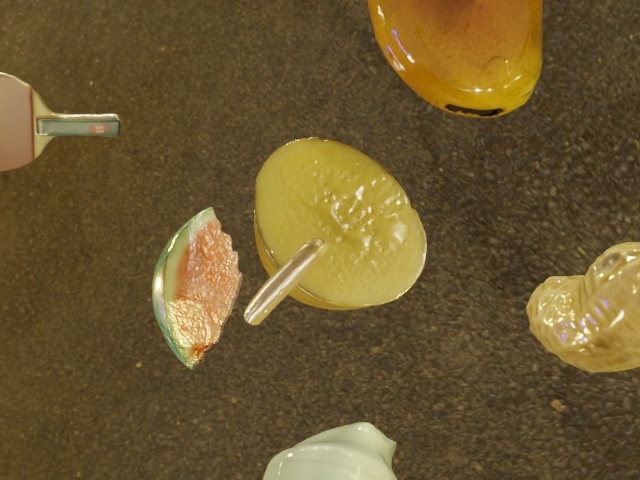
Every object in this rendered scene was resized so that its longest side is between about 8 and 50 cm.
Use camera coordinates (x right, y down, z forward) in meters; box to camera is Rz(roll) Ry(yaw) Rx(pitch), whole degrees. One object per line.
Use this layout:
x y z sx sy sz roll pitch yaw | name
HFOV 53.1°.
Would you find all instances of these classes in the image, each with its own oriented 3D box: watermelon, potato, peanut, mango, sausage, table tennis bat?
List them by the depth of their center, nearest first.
-0.035 0.038 0.596 0.132 0.024 0.024 -48 55 39 | sausage
0.142 -0.237 0.675 0.166 0.136 0.236 -40 72 31 | mango
0.000 0.000 0.749 0.178 0.203 0.158 -66 10 -23 | potato
0.373 0.085 0.802 0.153 0.140 0.325 67 157 3 | peanut
-0.419 -0.162 0.887 0.021 0.274 0.154 -119 35 -44 | table tennis bat
-0.221 0.072 1.000 0.146 0.128 0.231 -13 49 50 | watermelon

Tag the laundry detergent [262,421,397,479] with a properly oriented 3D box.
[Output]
-0.021 0.211 0.248 0.143 0.094 0.290 -25 32 36 | laundry detergent
